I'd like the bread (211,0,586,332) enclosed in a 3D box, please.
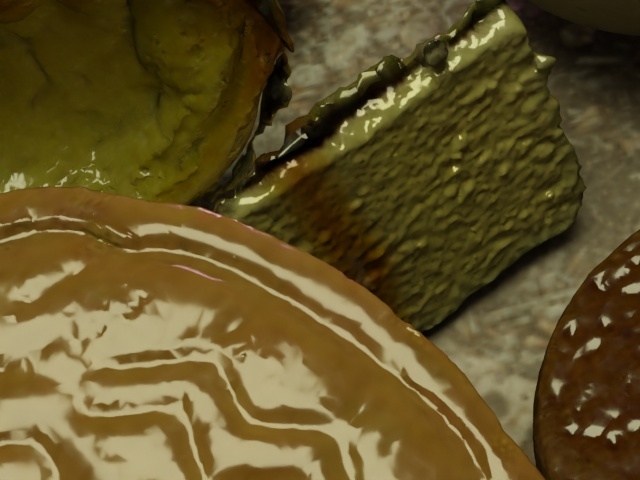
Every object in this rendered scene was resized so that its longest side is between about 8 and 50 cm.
[{"bbox_3d":[0.000,0.000,0.921,0.266,0.142,0.178,-33,12,-4],"label":"bread"}]

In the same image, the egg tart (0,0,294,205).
[{"bbox_3d":[-0.154,-0.096,0.939,0.279,0.279,0.095,-15,50,6],"label":"egg tart"}]

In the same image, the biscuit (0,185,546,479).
[{"bbox_3d":[-0.089,0.162,0.734,0.385,0.062,0.365,28,75,16],"label":"biscuit"}]

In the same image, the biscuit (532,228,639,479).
[{"bbox_3d":[0.265,0.046,0.843,0.367,0.063,0.314,-29,51,-4],"label":"biscuit"}]

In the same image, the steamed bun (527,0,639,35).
[{"bbox_3d":[0.153,-0.257,0.925,0.206,0.324,0.324,-12,50,-21],"label":"steamed bun"}]
